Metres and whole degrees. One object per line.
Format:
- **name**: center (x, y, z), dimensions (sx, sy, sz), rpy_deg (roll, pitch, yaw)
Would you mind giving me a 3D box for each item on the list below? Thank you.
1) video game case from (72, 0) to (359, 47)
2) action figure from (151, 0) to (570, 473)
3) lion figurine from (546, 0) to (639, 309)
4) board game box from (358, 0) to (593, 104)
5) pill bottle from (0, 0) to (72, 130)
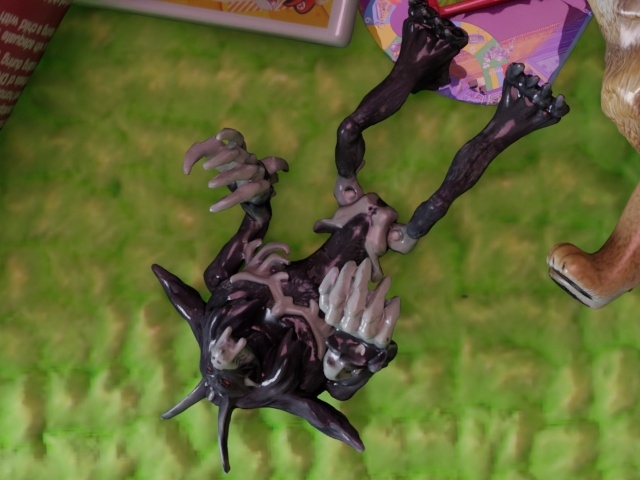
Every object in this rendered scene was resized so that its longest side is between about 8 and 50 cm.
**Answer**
- **video game case**: center (-0.070, -0.227, 0.980), dimensions (0.227, 0.026, 0.206), rpy_deg (11, 87, 17)
- **action figure**: center (0.000, 0.000, 0.922), dimensions (0.164, 0.141, 0.276), rpy_deg (39, 92, 21)
- **lion figurine**: center (0.261, -0.014, 0.819), dimensions (0.392, 0.142, 0.240), rpy_deg (42, 91, 15)
- **board game box**: center (0.099, -0.164, 0.979), dimensions (0.133, 0.033, 0.169), rpy_deg (31, 89, 6)
- **pill bottle**: center (-0.280, -0.084, 0.900), dimensions (0.224, 0.224, 0.392), rpy_deg (30, 96, 6)
